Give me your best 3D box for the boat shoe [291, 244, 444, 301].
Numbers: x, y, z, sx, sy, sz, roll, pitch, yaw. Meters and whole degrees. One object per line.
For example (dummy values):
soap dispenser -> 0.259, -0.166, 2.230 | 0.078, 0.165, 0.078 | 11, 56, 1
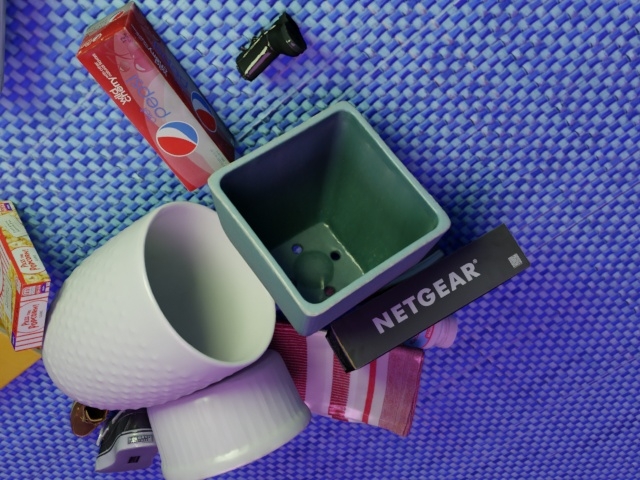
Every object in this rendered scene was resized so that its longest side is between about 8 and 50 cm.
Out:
boat shoe -> 0.072, 0.057, 1.359 | 0.285, 0.103, 0.092 | -25, 84, 0

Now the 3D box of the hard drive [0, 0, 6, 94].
hard drive -> -0.485, -0.339, 0.908 | 0.233, 0.047, 0.353 | 9, 131, -14

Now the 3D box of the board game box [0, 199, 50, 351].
board game box -> -0.482, 0.054, 1.240 | 0.045, 0.193, 0.147 | -10, 135, -36

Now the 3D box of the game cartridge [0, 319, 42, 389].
game cartridge -> -0.712, 0.203, 1.431 | 0.323, 0.053, 0.285 | -34, 124, 23

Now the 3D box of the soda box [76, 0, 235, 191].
soda box -> -0.225, -0.198, 1.125 | 0.083, 0.092, 0.263 | -25, 127, 16

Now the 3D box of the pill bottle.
pill bottle -> 0.165, 0.150, 1.448 | 0.160, 0.087, 0.087 | 14, 126, -16

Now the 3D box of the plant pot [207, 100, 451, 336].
plant pot -> 0.000, 0.000, 1.180 | 0.247, 0.248, 0.252 | -32, 162, -20

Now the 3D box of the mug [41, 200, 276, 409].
mug -> -0.252, 0.142, 1.302 | 0.328, 0.276, 0.374 | -29, 148, 30

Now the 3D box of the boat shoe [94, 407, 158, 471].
boat shoe -> -0.389, 0.393, 1.576 | 0.113, 0.105, 0.306 | 0, 154, -19

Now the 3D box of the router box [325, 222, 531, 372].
router box -> 0.160, 0.102, 1.269 | 0.308, 0.081, 0.243 | -30, 171, -6

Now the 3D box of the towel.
towel -> 0.021, 0.255, 1.483 | 0.329, 0.037, 0.237 | 10, 131, 10

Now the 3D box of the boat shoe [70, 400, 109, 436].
boat shoe -> -0.449, 0.334, 1.551 | 0.064, 0.060, 0.178 | 22, 123, -22

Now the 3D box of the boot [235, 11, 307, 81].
boot -> -0.071, -0.256, 1.080 | 0.099, 0.121, 0.045 | -39, 120, 16

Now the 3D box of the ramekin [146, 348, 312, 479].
ramekin -> -0.166, 0.296, 1.382 | 0.277, 0.277, 0.135 | -20, 93, 11
